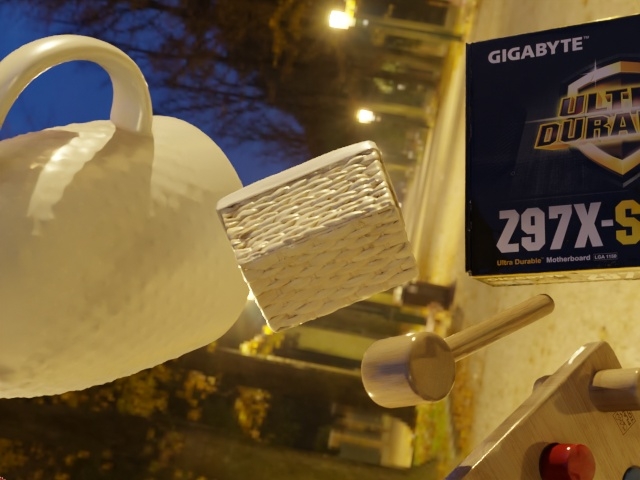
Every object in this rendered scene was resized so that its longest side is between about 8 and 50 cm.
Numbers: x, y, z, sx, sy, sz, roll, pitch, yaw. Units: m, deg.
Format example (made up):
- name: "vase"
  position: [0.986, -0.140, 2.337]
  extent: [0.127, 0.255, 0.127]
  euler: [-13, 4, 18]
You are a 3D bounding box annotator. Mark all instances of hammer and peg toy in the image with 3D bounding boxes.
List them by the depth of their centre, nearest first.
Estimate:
- name: "hammer and peg toy"
  position: [0.206, 0.203, 0.866]
  extent: [0.266, 0.361, 0.127]
  euler: [-33, 9, -35]

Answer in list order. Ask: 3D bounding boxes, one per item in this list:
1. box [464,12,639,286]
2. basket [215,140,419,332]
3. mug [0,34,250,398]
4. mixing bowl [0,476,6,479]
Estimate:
- name: "box"
  position: [0.304, -0.091, 1.002]
  extent: [0.079, 0.322, 0.257]
  euler: [19, -110, -60]
- name: "basket"
  position: [0.000, 0.000, 0.963]
  extent: [0.103, 0.167, 0.113]
  euler: [-108, -4, -49]
- name: "mug"
  position: [-0.267, -0.023, 1.041]
  extent: [0.328, 0.276, 0.373]
  euler: [-17, -57, -50]
- name: "mixing bowl"
  position: [-0.326, 0.286, 0.958]
  extent: [0.098, 0.181, 0.181]
  euler: [-21, -48, -37]
